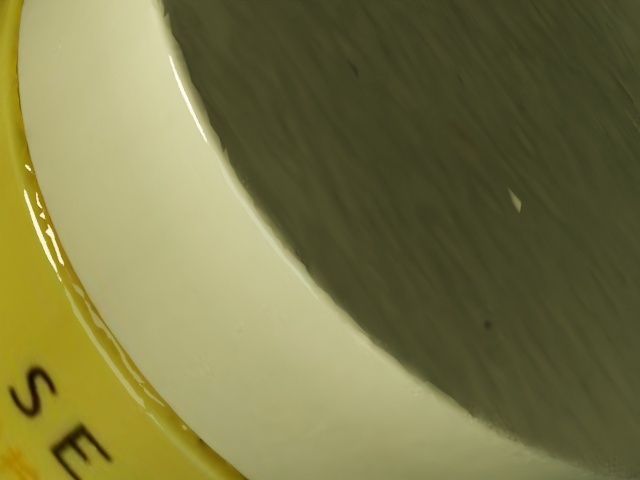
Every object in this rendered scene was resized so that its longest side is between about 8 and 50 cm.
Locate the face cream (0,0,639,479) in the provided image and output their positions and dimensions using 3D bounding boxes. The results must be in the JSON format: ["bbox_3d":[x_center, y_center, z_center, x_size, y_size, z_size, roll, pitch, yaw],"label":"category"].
[{"bbox_3d":[0.000,0.000,0.509,0.179,0.218,0.218,-40,80,43],"label":"face cream"}]
